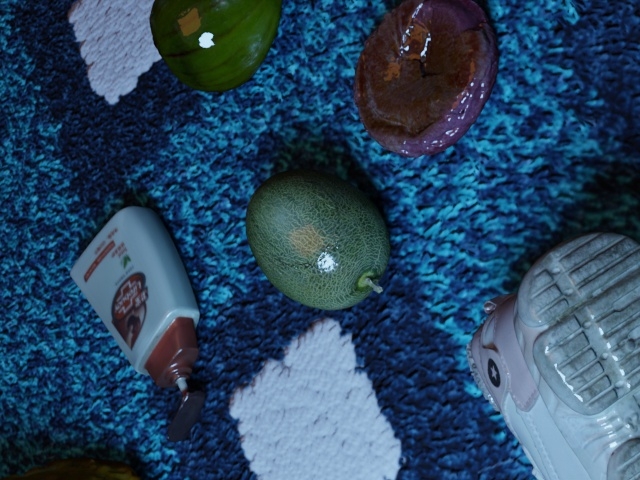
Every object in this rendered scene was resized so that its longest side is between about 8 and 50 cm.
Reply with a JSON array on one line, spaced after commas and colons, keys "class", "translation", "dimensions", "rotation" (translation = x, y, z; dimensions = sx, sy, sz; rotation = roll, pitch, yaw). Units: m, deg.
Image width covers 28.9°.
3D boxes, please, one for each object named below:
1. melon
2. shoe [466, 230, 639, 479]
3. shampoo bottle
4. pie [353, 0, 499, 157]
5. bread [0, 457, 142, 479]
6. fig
[{"class": "melon", "translation": [0.000, 0.000, 1.315], "dimensions": [0.192, 0.139, 0.139], "rotation": [41, 109, 36]}, {"class": "shoe", "translation": [0.262, 0.169, 1.056], "dimensions": [0.351, 0.172, 0.198], "rotation": [67, 162, 5]}, {"class": "shampoo bottle", "translation": [-0.208, 0.102, 1.518], "dimensions": [0.153, 0.071, 0.284], "rotation": [-47, 54, 26]}, {"class": "pie", "translation": [0.111, -0.177, 1.310], "dimensions": [0.182, 0.049, 0.182], "rotation": [-15, 68, 41]}, {"class": "bread", "translation": [-0.330, 0.424, 1.480], "dimensions": [0.358, 0.204, 0.337], "rotation": [-11, 70, 41]}, {"class": "fig", "translation": [-0.076, -0.278, 1.470], "dimensions": [0.259, 0.151, 0.151], "rotation": [-28, 62, 4]}]
